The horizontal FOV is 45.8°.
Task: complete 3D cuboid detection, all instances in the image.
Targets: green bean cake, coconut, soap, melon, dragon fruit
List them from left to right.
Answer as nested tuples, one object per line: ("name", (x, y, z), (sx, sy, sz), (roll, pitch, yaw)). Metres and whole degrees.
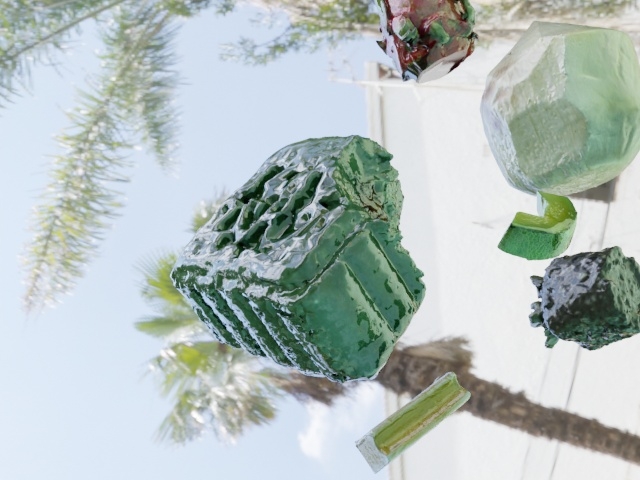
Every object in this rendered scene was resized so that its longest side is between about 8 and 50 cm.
("green bean cake", (0.000, 0.000, 0.958), (0.308, 0.300, 0.169), (-51, -55, -28))
("soap", (0.168, 0.353, 1.452), (0.232, 0.073, 0.140), (-28, -20, -33))
("dragon fruit", (0.154, -0.342, 1.166), (0.172, 0.160, 0.166), (60, -156, 11))
("melon", (0.434, -0.030, 1.469), (0.209, 0.118, 0.064), (-42, -27, -46))
("coconut", (0.543, -0.316, 1.740), (0.344, 0.415, 0.416), (6, -85, -52))

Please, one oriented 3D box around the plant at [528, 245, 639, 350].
("plant", (0.623, 0.151, 1.846), (0.213, 0.312, 0.215), (28, -120, -32))
